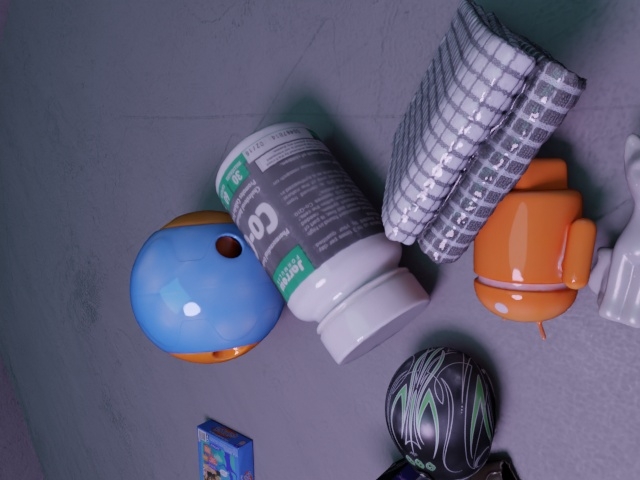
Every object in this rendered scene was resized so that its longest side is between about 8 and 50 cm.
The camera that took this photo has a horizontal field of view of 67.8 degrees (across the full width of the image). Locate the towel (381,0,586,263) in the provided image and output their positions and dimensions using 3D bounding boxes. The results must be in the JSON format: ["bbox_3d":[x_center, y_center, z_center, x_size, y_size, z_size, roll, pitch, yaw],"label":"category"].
[{"bbox_3d":[0.175,-0.136,0.574,0.121,0.283,0.235,23,123,-4],"label":"towel"}]

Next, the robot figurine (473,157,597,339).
[{"bbox_3d":[0.259,0.008,0.601,0.158,0.128,0.219,4,99,34],"label":"robot figurine"}]

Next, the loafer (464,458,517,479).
[{"bbox_3d":[0.291,0.411,0.667,0.220,0.080,0.078,53,126,21],"label":"loafer"}]

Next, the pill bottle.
[{"bbox_3d":[0.000,0.000,0.770,0.361,0.204,0.204,54,126,21],"label":"pill bottle"}]

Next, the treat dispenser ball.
[{"bbox_3d":[-0.209,0.086,0.905,0.288,0.288,0.288,7,101,39],"label":"treat dispenser ball"}]

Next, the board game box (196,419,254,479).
[{"bbox_3d":[-0.230,0.564,1.154,0.160,0.047,0.210,6,100,39],"label":"board game box"}]

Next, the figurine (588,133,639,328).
[{"bbox_3d":[0.403,-0.002,0.485,0.215,0.092,0.209,17,116,38],"label":"figurine"}]

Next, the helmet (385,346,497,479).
[{"bbox_3d":[0.174,0.245,0.700,0.169,0.169,0.161,1,114,40],"label":"helmet"}]

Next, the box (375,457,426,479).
[{"bbox_3d":[0.167,0.482,0.715,0.103,0.184,0.261,-48,67,35],"label":"box"}]
